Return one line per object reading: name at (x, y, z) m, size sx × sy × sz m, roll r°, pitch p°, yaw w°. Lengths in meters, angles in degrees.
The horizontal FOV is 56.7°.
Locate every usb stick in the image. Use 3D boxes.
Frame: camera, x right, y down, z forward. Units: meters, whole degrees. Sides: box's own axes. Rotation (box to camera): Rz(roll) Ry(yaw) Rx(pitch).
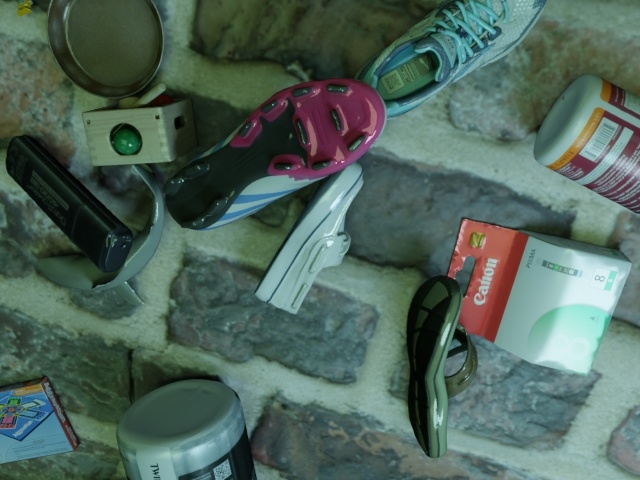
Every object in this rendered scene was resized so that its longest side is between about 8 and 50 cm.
usb stick at (-0.358, -0.056, 0.832) m, size 0.278 × 0.045 × 0.077 m, roll 38°, pitch 119°, yaw 26°

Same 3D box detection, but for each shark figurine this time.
shark figurine at (-0.299, 0.019, 0.879) m, size 0.278 × 0.116 × 0.166 m, roll -40°, pitch 101°, yaw 21°

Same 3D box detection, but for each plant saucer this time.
plant saucer at (-0.290, -0.282, 0.814) m, size 0.169 × 0.029 × 0.168 m, roll 3°, pitch 110°, yaw 7°

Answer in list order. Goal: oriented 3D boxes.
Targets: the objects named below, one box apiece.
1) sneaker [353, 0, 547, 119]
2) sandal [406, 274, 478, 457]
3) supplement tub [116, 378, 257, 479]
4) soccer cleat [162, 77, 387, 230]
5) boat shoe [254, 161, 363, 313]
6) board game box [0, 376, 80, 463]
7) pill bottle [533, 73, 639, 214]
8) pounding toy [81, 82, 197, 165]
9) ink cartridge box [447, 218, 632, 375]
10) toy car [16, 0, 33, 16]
sneaker at (0.161, -0.235, 0.713) m, size 0.283 × 0.122 × 0.110 m, roll -38°, pitch 101°, yaw 19°
sandal at (0.182, 0.183, 0.873) m, size 0.086 × 0.120 × 0.302 m, roll -6°, pitch 117°, yaw -7°
supplement tub at (-0.197, 0.402, 0.953) m, size 0.194 × 0.193 × 0.315 m, roll -5°, pitch 108°, yaw 10°
soccer cleat at (-0.057, -0.114, 0.771) m, size 0.331 × 0.143 × 0.116 m, roll -23°, pitch 93°, yaw 25°
boat shoe at (0.000, 0.000, 0.845) m, size 0.084 × 0.095 × 0.258 m, roll 31°, pitch 121°, yaw -7°
board game box at (-0.590, 0.339, 1.078) m, size 0.282 × 0.027 × 0.145 m, roll -13°, pitch 108°, yaw 13°
pill bottle at (0.389, -0.102, 0.726) m, size 0.221 × 0.121 × 0.121 m, roll 27°, pitch 111°, yaw -1°
pounding toy at (-0.235, -0.158, 0.789) m, size 0.130 × 0.141 × 0.100 m, roll -2°, pitch 108°, yaw 9°
ink cartridge box at (0.293, 0.080, 0.842) m, size 0.225 × 0.056 × 0.180 m, roll 12°, pitch 110°, yaw 2°
toy car at (-0.381, -0.348, 0.776) m, size 0.122 × 0.060 × 0.040 m, roll -16°, pitch 68°, yaw 32°
